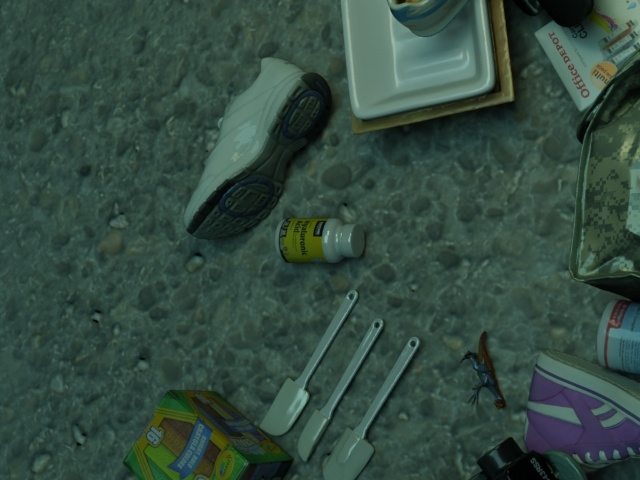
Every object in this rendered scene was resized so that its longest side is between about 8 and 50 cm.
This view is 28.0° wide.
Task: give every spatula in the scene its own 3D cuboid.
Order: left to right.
[{"bbox_3d":[0.034,0.205,1.774,0.168,0.019,0.242,36,98,32],"label":"spatula"}]

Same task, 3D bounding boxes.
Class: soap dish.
[{"bbox_3d":[0.145,-0.297,1.731,0.229,0.118,0.290,-10,78,25],"label":"soap dish"}]

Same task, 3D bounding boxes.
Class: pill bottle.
[{"bbox_3d":[0.000,0.000,1.792,0.116,0.065,0.065,0,82,26],"label":"pill bottle"},{"bbox_3d":[0.421,0.125,1.544,0.160,0.087,0.087,9,87,27],"label":"pill bottle"}]

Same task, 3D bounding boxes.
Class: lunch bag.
[{"bbox_3d":[0.403,-0.077,1.499,0.169,0.235,0.287,3,84,30],"label":"lunch bag"}]

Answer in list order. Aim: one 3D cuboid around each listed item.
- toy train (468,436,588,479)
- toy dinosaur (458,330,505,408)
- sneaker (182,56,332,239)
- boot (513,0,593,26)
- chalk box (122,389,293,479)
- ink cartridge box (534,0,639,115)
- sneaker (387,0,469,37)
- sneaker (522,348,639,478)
[{"bbox_3d":[0.280,0.392,1.511,0.334,0.142,0.190,54,146,12],"label":"toy train"},{"bbox_3d":[0.218,0.177,1.670,0.082,0.047,0.090,38,90,8],"label":"toy dinosaur"},{"bbox_3d":[-0.104,-0.132,1.859,0.297,0.111,0.129,-53,48,7],"label":"sneaker"},{"bbox_3d":[0.340,-0.370,1.560,0.229,0.263,0.091,-40,106,3],"label":"boot"},{"bbox_3d":[-0.140,0.321,1.778,0.213,0.132,0.132,36,100,27],"label":"chalk box"},{"bbox_3d":[0.383,-0.241,1.595,0.176,0.127,0.128,-33,69,20],"label":"ink cartridge box"},{"bbox_3d":[0.173,-0.362,1.607,0.087,0.092,0.228,40,100,28],"label":"sneaker"},{"bbox_3d":[0.351,0.246,1.530,0.282,0.102,0.161,23,99,57],"label":"sneaker"}]
